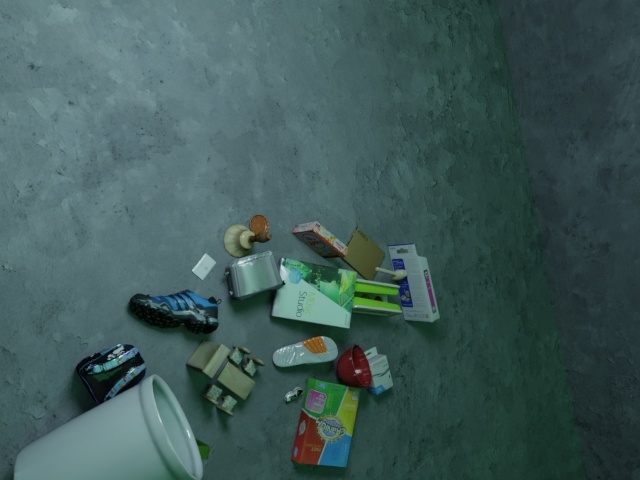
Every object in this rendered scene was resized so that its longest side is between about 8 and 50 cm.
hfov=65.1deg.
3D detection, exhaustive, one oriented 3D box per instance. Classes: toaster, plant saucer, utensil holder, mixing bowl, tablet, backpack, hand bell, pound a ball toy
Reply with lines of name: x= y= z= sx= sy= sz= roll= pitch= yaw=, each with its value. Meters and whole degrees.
toaster: x=-0.239 y=0.125 z=1.845 sx=0.226 sy=0.129 sz=0.147 roll=-16 pitch=93 yaw=-25
plant saucer: x=-0.238 y=-0.060 z=1.938 sx=0.083 sy=0.013 sz=0.084 roll=3 pitch=84 yaw=-35
utensil holder: x=-0.571 y=0.613 z=1.391 sx=0.385 sy=0.327 sz=0.328 roll=-27 pitch=103 yaw=-11
mixing bowl: x=0.131 y=0.535 z=2.085 sx=0.181 sy=0.098 sz=0.182 roll=51 pitch=25 yaw=-35
tablet: x=-0.418 y=0.094 z=1.801 sx=0.054 sy=0.006 sz=0.083 roll=46 pitch=63 yaw=-24
backpack: x=-0.639 y=0.401 z=1.547 sx=0.173 sy=0.116 sz=0.158 roll=-34 pitch=105 yaw=-32
hand bell: x=-0.238 y=-0.007 z=1.793 sx=0.126 sy=0.242 sz=0.126 roll=4 pitch=83 yaw=-36
pound a ball toy: x=0.229 y=0.219 z=2.190 sx=0.319 sy=0.135 sz=0.208 roll=11 pitch=67 yaw=-34

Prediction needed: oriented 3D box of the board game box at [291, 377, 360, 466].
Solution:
board game box: x=0.027 y=0.739 z=2.034 sx=0.242 sy=0.064 sz=0.317 roll=21 pitch=74 yaw=-33

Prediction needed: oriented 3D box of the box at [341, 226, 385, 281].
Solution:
box: x=0.190 y=0.065 z=2.232 sx=0.201 sy=0.021 sz=0.165 roll=41 pitch=65 yaw=-27

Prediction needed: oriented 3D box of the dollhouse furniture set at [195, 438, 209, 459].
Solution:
dollhouse furniture set: x=-0.532 y=0.729 z=1.577 sx=0.301 sy=0.151 sz=0.198 roll=16 pitch=77 yaw=-34

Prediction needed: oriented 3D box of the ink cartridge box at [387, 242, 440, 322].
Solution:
ink cartridge box: x=0.424 y=0.188 z=2.296 sx=0.069 sy=0.175 sz=0.371 roll=-20 pitch=98 yaw=-35

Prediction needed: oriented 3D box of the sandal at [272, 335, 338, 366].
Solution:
sandal: x=-0.065 y=0.445 z=1.994 sx=0.265 sy=0.076 sz=0.102 roll=-5 pitch=74 yaw=-16

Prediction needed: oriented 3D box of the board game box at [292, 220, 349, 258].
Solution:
board game box: x=0.000 y=0.000 z=2.024 sx=0.193 sy=0.146 sz=0.045 roll=39 pitch=65 yaw=-26

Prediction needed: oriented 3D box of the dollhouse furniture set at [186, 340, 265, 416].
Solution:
dollhouse furniture set: x=-0.321 y=0.464 z=1.745 sx=0.242 sy=0.161 sz=0.212 roll=45 pitch=63 yaw=-24

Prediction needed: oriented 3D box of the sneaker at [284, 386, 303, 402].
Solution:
sneaker: x=-0.105 y=0.605 z=1.967 sx=0.083 sy=0.037 sz=0.032 roll=-35 pitch=108 yaw=-31

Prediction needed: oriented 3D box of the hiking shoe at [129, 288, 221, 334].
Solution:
hiking shoe: x=-0.490 y=0.225 z=1.698 sx=0.303 sy=0.113 sz=0.132 roll=21 pitch=44 yaw=-26

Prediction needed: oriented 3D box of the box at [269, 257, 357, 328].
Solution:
box: x=-0.024 y=0.210 z=1.984 sx=0.321 sy=0.058 sz=0.233 roll=12 pitch=79 yaw=-16

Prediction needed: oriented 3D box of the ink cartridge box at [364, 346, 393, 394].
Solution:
ink cartridge box: x=0.246 y=0.572 z=2.208 sx=0.104 sy=0.060 sz=0.180 roll=-18 pitch=97 yaw=-35
